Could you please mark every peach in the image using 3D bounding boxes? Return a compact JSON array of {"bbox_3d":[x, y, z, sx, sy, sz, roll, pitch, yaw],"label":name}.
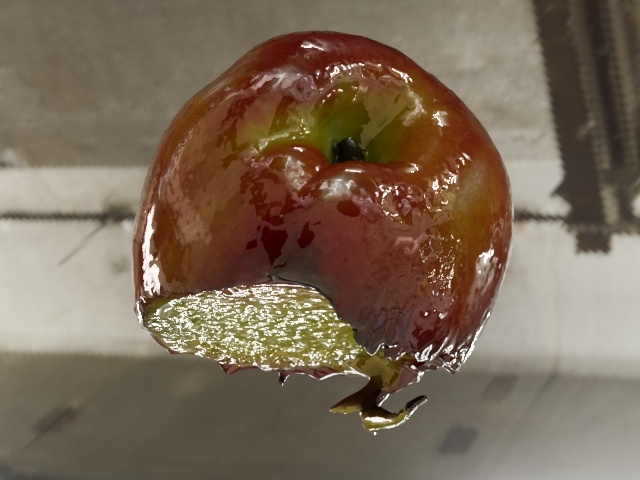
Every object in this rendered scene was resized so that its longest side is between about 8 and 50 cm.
[{"bbox_3d":[0.005,-0.019,1.656,0.335,0.310,0.406,16,-17,1],"label":"peach"}]
